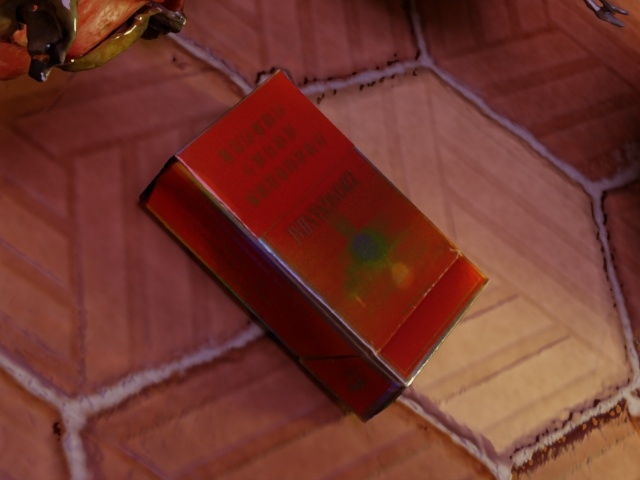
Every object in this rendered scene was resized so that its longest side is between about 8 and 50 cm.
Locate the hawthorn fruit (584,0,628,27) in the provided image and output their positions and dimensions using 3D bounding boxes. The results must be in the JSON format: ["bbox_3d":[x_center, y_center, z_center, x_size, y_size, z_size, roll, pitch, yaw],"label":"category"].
[{"bbox_3d":[0.102,-0.255,0.919,0.299,0.211,0.211,54,46,-2],"label":"hawthorn fruit"}]

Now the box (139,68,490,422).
[{"bbox_3d":[0.000,0.001,0.778,0.175,0.048,0.112,46,45,0],"label":"box"}]

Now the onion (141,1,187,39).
[{"bbox_3d":[-0.095,-0.221,0.807,0.135,0.173,0.198,21,85,-3],"label":"onion"}]

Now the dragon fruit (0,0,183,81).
[{"bbox_3d":[-0.142,-0.170,0.678,0.147,0.211,0.282,-23,46,-32],"label":"dragon fruit"}]
